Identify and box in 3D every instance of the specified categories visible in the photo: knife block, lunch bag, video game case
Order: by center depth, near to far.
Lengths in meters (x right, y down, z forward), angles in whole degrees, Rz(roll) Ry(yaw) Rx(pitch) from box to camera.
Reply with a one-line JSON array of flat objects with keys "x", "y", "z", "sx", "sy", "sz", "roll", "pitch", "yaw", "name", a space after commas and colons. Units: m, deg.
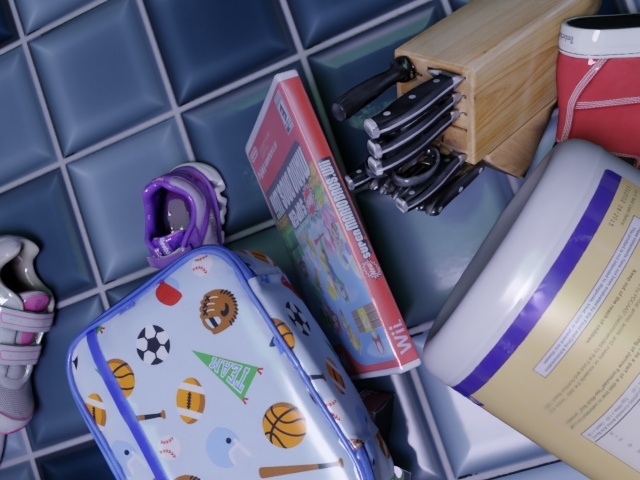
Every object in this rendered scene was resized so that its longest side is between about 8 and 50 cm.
[{"x": 0.127, "y": -0.153, "z": 0.669, "sx": 0.088, "sy": 0.242, "sz": 0.275, "roll": 28, "pitch": 98, "yaw": 37, "name": "knife block"}, {"x": -0.090, "y": 0.174, "z": 0.691, "sx": 0.243, "sy": 0.115, "sz": 0.303, "roll": -34, "pitch": 77, "yaw": 13, "name": "lunch bag"}, {"x": 0.000, "y": 0.000, "z": 0.741, "sx": 0.025, "sy": 0.204, "sz": 0.285, "roll": -21, "pitch": 83, "yaw": -17, "name": "video game case"}]

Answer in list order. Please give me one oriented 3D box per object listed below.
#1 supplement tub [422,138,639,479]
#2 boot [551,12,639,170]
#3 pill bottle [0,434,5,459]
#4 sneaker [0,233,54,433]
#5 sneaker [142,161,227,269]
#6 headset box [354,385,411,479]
[{"x": 0.282, "y": 0.094, "z": 0.622, "sx": 0.331, "sy": 0.241, "sz": 0.241, "roll": 33, "pitch": 99, "yaw": 7, "name": "supplement tub"}, {"x": 0.339, "y": -0.125, "z": 0.707, "sx": 0.244, "sy": 0.088, "sz": 0.176, "roll": -5, "pitch": 117, "yaw": -3, "name": "boot"}, {"x": -0.553, "y": 0.239, "z": 0.791, "sx": 0.224, "sy": 0.392, "sz": 0.224, "roll": 0, "pitch": 90, "yaw": 17, "name": "pill bottle"}, {"x": -0.378, "y": 0.104, "z": 0.892, "sx": 0.111, "sy": 0.103, "sz": 0.252, "roll": -13, "pitch": 87, "yaw": 17, "name": "sneaker"}, {"x": -0.144, "y": 0.026, "z": 0.824, "sx": 0.095, "sy": 0.104, "sz": 0.236, "roll": -15, "pitch": 87, "yaw": 14, "name": "sneaker"}, {"x": -0.053, "y": 0.257, "z": 0.793, "sx": 0.293, "sy": 0.110, "sz": 0.218, "roll": 6, "pitch": 91, "yaw": 16, "name": "headset box"}]
